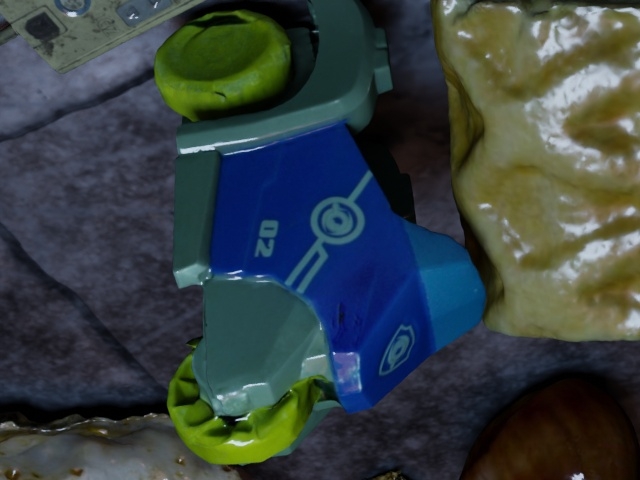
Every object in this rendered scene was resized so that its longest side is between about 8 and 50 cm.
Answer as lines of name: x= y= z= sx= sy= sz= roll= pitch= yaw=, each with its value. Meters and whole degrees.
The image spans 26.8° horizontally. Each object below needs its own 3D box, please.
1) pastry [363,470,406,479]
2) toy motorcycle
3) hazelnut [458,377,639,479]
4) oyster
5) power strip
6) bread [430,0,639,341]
pastry: x=0.052 y=0.288 z=1.376 sx=0.080 sy=0.056 sz=0.140 roll=37 pitch=131 yaw=-24
toy motorcycle: x=0.000 y=0.000 z=0.886 sx=0.199 sy=0.326 sz=0.191 roll=-10 pitch=136 yaw=4
hazelnut: x=0.221 y=0.228 z=1.239 sx=0.178 sy=0.178 sz=0.204 roll=12 pitch=126 yaw=-14
oyster: x=-0.272 y=0.231 z=1.288 sx=0.396 sy=0.111 sz=0.204 roll=-9 pitch=118 yaw=7
power strip: x=-0.127 y=-0.184 z=0.898 sx=0.268 sy=0.034 sz=0.092 roll=-23 pitch=132 yaw=20
bread: x=0.193 y=-0.072 z=0.865 sx=0.238 sy=0.196 sz=0.252 roll=5 pitch=115 yaw=13
